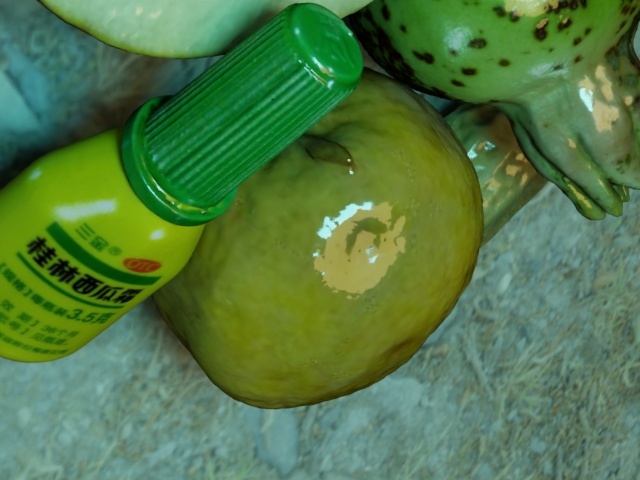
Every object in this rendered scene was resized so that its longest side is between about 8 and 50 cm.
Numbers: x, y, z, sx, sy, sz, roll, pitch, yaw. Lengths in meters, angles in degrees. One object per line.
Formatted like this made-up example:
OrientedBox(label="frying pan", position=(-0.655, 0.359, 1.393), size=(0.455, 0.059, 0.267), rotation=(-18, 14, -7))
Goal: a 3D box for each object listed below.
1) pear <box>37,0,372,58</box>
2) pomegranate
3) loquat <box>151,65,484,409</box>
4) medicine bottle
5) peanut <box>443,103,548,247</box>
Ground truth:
OrientedBox(label="pear", position=(-0.065, -0.281, 0.822), size=(0.386, 0.191, 0.340), rotation=(12, 116, -43))
OrientedBox(label="pomegranate", position=(0.126, -0.151, 1.057), size=(0.222, 0.204, 0.276), rotation=(-35, 125, -32))
OrientedBox(label="loquat", position=(0.000, 0.000, 1.031), size=(0.238, 0.193, 0.238), rotation=(-30, 147, -23))
OrientedBox(label="medicine bottle", position=(-0.098, -0.029, 0.901), size=(0.111, 0.076, 0.309), rotation=(28, 131, -34))
OrientedBox(label="peanut", position=(0.103, -0.042, 1.192), size=(0.194, 0.083, 0.093), rotation=(-38, 147, -23))
